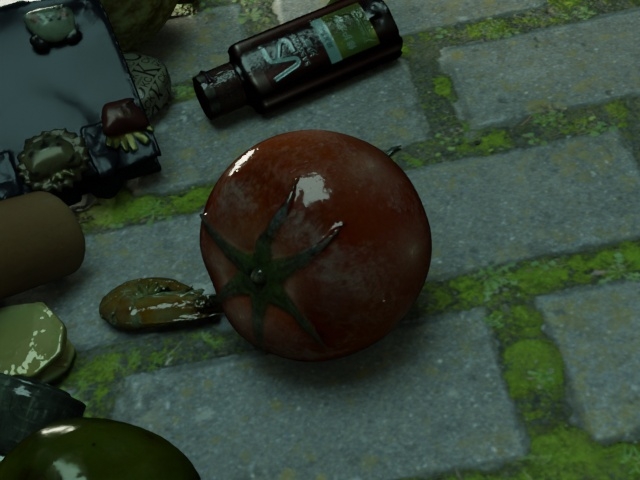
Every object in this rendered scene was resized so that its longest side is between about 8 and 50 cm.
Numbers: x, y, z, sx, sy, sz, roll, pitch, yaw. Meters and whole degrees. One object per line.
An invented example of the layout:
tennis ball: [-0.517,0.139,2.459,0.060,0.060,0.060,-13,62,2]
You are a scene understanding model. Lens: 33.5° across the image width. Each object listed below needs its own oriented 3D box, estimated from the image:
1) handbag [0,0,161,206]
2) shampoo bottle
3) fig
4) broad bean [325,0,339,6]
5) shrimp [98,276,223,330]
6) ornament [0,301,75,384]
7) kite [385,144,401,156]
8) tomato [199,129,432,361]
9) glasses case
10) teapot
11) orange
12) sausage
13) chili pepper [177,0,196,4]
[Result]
handbag: [-0.418,-0.187,1.536,0.303,0.122,0.329,-20,70,-15]
shampoo bottle: [-0.039,-0.282,1.650,0.323,0.084,0.129,-24,80,-13]
fig: [-0.214,0.276,1.041,0.203,0.203,0.225,30,19,37]
broad bean: [0.014,-0.362,1.770,0.060,0.043,0.297,6,45,33]
shrimp: [-0.194,0.078,1.349,0.180,0.041,0.099,-1,28,14]
ornament: [-0.419,0.145,1.293,0.180,0.059,0.201,36,60,27]
kite: [0.061,-0.091,1.487,0.139,0.011,0.157,29,57,33]
tomato: [0.000,0.000,1.219,0.265,0.265,0.265,-7,42,6]
glasses case: [-0.412,-0.247,1.714,0.355,0.085,0.137,5,48,16]
teapot: [-0.343,0.203,1.173,0.111,0.149,0.108,-3,62,47]
orange: [-0.360,-0.440,1.818,0.271,0.210,0.368,-29,39,8]
sausage: [-0.429,0.022,1.332,0.123,0.123,0.253,21,28,32]
chili pepper: [-0.254,-0.478,1.957,0.052,0.050,0.201,-29,41,5]
